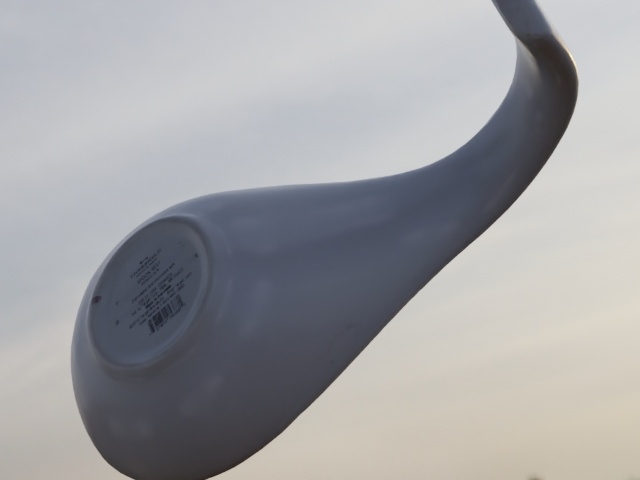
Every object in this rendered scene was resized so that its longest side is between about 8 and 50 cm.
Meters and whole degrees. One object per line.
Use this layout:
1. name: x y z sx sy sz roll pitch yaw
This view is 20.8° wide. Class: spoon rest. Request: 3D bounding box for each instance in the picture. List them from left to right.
1. spoon rest: 0.000 0.000 0.740 0.276 0.137 0.084 -39 -43 19
